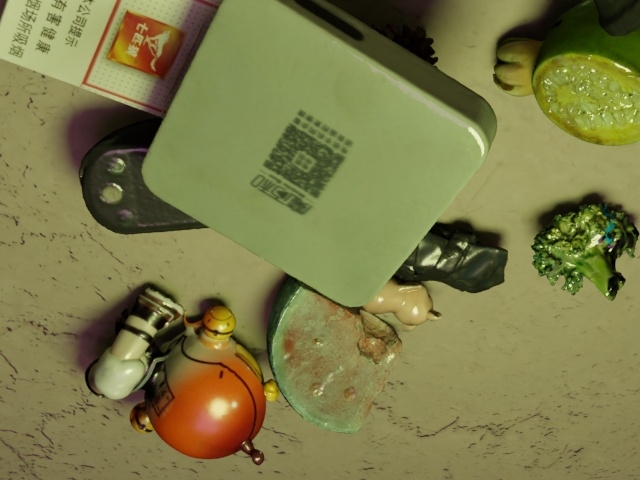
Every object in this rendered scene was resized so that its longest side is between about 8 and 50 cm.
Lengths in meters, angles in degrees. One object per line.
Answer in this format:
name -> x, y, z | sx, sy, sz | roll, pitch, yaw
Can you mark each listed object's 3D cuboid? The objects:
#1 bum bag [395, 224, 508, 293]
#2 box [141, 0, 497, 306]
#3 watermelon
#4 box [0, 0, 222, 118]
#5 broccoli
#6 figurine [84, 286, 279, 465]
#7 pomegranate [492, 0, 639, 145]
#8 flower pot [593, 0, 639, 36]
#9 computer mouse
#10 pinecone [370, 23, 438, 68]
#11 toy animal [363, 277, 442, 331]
bum bag -> 0.158, 0.020, 1.686 | 0.310, 0.074, 0.137 | 13, 140, -18
box -> -0.013, -0.116, 1.356 | 0.367, 0.090, 0.373 | 32, 133, -5
watermelon -> 0.017, 0.170, 1.826 | 0.226, 0.148, 0.318 | -22, 119, -4
box -> -0.231, -0.282, 1.375 | 0.330, 0.095, 0.210 | 18, 132, -20
broccoli -> 0.415, 0.023, 1.641 | 0.167, 0.160, 0.154 | 16, 117, -41
figurine -> -0.227, 0.254, 1.829 | 0.323, 0.196, 0.320 | 29, 122, -14
pomegranate -> 0.364, -0.230, 1.405 | 0.190, 0.159, 0.241 | 37, 151, -21
flower pot -> 0.319, -0.438, 1.109 | 0.251, 0.379, 0.379 | 30, 130, 0
computer mouse -> -0.209, -0.101, 1.546 | 0.269, 0.100, 0.170 | -3, 131, -4
pinecone -> 0.085, -0.211, 1.413 | 0.174, 0.173, 0.173 | -1, 135, -1
toy animal -> 0.124, 0.101, 1.765 | 0.150, 0.083, 0.089 | 20, 90, -7
